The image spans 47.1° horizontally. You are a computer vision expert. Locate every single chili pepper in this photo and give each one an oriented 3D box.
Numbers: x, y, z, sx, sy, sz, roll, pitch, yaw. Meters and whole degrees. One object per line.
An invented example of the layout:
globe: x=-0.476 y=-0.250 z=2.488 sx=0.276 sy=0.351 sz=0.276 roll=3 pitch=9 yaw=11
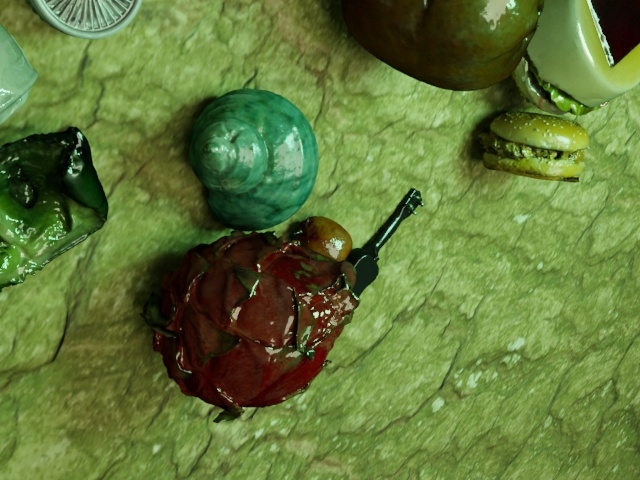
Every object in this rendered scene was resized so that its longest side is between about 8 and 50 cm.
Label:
chili pepper: x=-0.371 y=-0.021 z=0.814 sx=0.264 sy=0.116 sz=0.148 roll=-37 pitch=140 yaw=-21

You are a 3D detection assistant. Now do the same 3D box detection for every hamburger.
hamburger: x=0.436 y=-0.363 z=1.264 sx=0.302 sy=0.170 sz=0.302 roll=2 pitch=87 yaw=-40
hamburger: x=0.378 y=-0.171 z=1.315 sx=0.182 sy=0.191 sz=0.118 roll=-38 pitch=134 yaw=-77

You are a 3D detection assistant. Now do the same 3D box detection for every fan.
fan: x=-0.282 y=-0.327 z=0.764 sx=0.130 sy=0.074 sz=0.244 roll=-43 pitch=130 yaw=-16

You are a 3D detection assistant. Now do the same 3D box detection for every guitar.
guitar: x=0.094 y=0.015 z=1.249 sx=0.271 sy=0.038 sz=0.084 roll=-47 pitch=133 yaw=-13

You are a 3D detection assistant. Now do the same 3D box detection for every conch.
conch: x=-0.093 y=-0.103 z=0.977 sx=0.202 sy=0.134 sz=0.196 roll=19 pitch=95 yaw=-44

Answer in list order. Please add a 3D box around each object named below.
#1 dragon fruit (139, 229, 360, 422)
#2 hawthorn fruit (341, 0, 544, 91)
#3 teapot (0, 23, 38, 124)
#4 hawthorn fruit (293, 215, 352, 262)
dragon fruit: x=-0.088 y=0.106 z=0.990 sx=0.299 sy=0.244 sz=0.244 roll=-20 pitch=130 yaw=14
hawthorn fruit: x=0.156 y=-0.347 z=1.001 sx=0.268 sy=0.301 sz=0.268 roll=19 pitch=90 yaw=-73
teapot: x=-0.407 y=-0.172 z=0.705 sx=0.178 sy=0.221 sz=0.163 roll=61 pitch=29 yaw=-28
hawthorn fruit: x=0.000 y=0.000 z=1.140 sx=0.093 sy=0.081 sz=0.081 roll=43 pitch=80 yaw=-29
